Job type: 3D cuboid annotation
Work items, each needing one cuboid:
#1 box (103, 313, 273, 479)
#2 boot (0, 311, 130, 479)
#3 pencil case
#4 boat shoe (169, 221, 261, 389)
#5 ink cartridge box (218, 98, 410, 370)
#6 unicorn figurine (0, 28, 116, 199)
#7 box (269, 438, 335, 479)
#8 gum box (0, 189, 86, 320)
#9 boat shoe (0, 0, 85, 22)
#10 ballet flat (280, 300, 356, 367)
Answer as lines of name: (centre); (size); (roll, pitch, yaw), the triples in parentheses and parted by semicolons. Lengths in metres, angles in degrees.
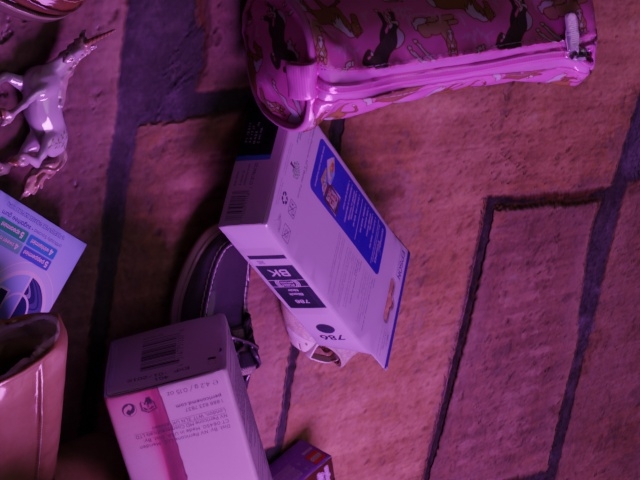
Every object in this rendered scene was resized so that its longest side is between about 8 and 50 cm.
box: (-0.127, 0.215, 1.867); (0.126, 0.148, 0.232); (-14, 110, 1)
boot: (-0.260, 0.177, 1.756); (0.236, 0.089, 0.270); (-38, 147, -42)
pencil case: (0.106, -0.212, 1.909); (0.386, 0.167, 0.160); (-11, 85, -27)
boat shoe: (-0.108, 0.123, 1.966); (0.103, 0.092, 0.285); (-7, 115, -52)
ink cartridge box: (0.000, 0.000, 2.014); (0.333, 0.065, 0.165); (52, 42, -49)
unicorn figurine: (-0.255, -0.124, 1.684); (0.111, 0.060, 0.162); (-32, 148, -39)
box: (-0.055, 0.412, 2.224); (0.201, 0.057, 0.293); (-37, 135, -33)
gum box: (-0.317, 0.049, 1.705); (0.184, 0.041, 0.157); (-62, 145, -6)
boat shoe: (-0.269, -0.287, 1.460); (0.307, 0.104, 0.111); (44, 43, -42)
ballet flat: (-0.005, 0.112, 2.128); (0.052, 0.057, 0.168); (-53, 143, 4)
